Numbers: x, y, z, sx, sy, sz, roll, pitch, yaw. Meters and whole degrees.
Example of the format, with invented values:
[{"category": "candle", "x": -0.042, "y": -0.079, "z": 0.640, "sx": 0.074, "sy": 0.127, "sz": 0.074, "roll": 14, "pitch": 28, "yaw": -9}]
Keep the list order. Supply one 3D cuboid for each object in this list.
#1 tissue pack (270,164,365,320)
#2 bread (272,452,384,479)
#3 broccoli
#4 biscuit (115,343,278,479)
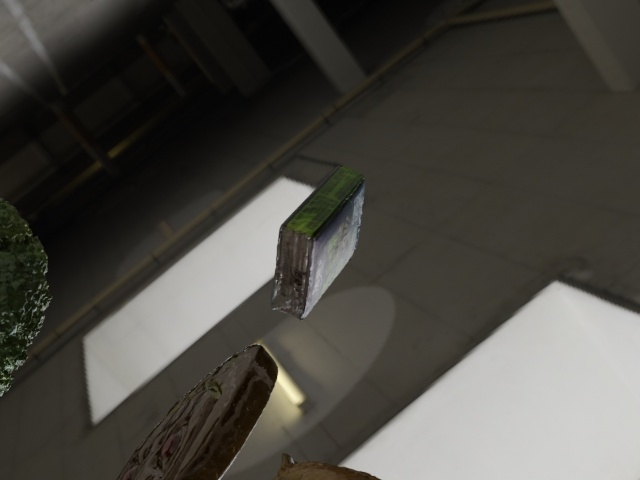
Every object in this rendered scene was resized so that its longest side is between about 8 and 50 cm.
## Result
[{"category": "tissue pack", "x": 0.000, "y": 0.000, "z": 1.596, "sx": 0.073, "sy": 0.173, "sz": 0.235, "roll": 18, "pitch": -145, "yaw": 17}, {"category": "bread", "x": 0.042, "y": 0.262, "z": 0.662, "sx": 0.139, "sy": 0.240, "sz": 0.240, "roll": -50, "pitch": -160, "yaw": -29}, {"category": "broccoli", "x": -0.492, "y": 0.103, "z": 1.359, "sx": 0.302, "sy": 0.254, "sz": 0.186, "roll": -46, "pitch": 162, "yaw": 33}, {"category": "biscuit", "x": -0.205, "y": 0.302, "z": 1.319, "sx": 0.394, "sy": 0.070, "sz": 0.350, "roll": -45, "pitch": -170, "yaw": 34}]
